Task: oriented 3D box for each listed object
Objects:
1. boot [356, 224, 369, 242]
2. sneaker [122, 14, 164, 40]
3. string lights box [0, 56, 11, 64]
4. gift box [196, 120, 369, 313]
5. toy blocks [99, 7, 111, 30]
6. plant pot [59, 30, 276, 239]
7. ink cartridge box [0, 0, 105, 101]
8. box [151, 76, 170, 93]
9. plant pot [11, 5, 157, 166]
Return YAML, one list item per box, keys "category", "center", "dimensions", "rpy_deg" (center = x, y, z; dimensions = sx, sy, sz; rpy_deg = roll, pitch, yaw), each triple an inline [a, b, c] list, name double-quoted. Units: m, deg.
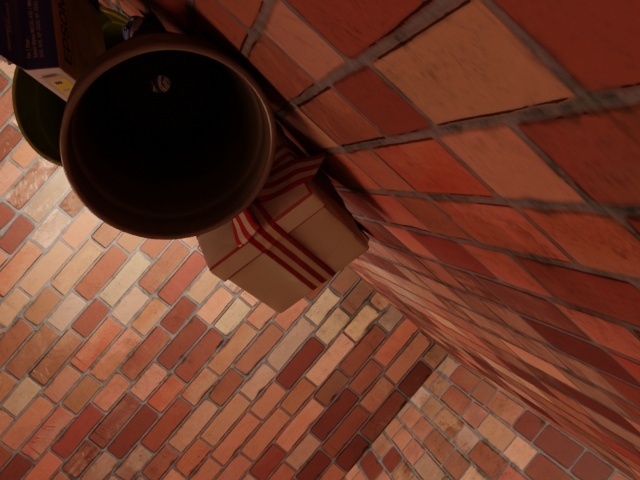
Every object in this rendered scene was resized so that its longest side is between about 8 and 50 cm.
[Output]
- category: "boot"
  center: [0.000, 0.000, 2.018]
  dimensions: [0.244, 0.176, 0.088]
  rpy_deg: [36, 173, 48]
- category: "sneaker"
  center: [-0.350, -0.393, 1.576]
  dimensions: [0.081, 0.080, 0.211]
  rpy_deg: [38, 176, -6]
- category: "string lights box"
  center: [-0.679, -0.466, 1.619]
  dimensions: [0.260, 0.077, 0.133]
  rpy_deg: [36, 152, 30]
- category: "gift box"
  center: [-0.083, -0.067, 1.480]
  dimensions: [0.258, 0.276, 0.255]
  rpy_deg: [39, -167, -50]
- category: "toy blocks"
  center: [-0.611, -0.575, 1.612]
  dimensions: [0.381, 0.191, 0.261]
  rpy_deg: [39, 166, 24]
- category: "plant pot"
  center: [-0.252, -0.210, 1.327]
  dimensions: [0.323, 0.323, 0.280]
  rpy_deg: [43, -166, -33]
- category: "ink cartridge box"
  center: [-0.444, -0.394, 1.353]
  dimensions: [0.307, 0.072, 0.303]
  rpy_deg: [59, -159, -79]
- category: "box"
  center: [-0.207, -0.205, 1.835]
  dimensions: [0.318, 0.097, 0.395]
  rpy_deg: [53, 180, 16]
- category: "plant pot"
  center: [-0.482, -0.334, 1.976]
  dimensions: [0.366, 0.366, 0.353]
  rpy_deg: [40, -172, 13]
